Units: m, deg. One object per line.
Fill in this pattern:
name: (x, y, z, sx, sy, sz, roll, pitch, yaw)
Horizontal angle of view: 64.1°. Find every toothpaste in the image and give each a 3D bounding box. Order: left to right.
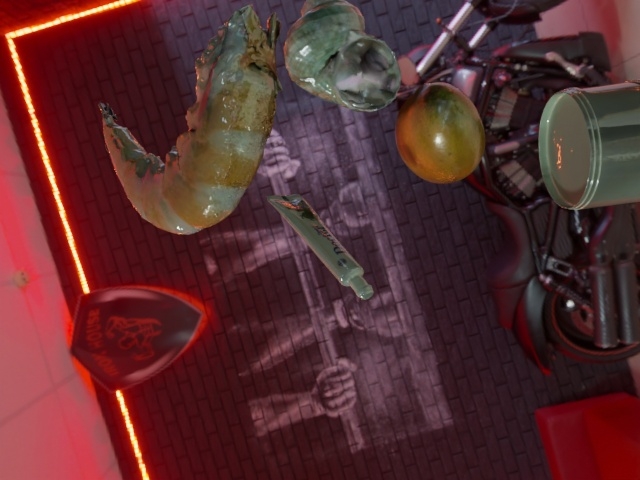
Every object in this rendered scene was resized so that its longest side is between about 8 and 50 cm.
toothpaste: (0.000, 0.000, 0.793, 0.255, 0.067, 0.037, 50, 135, 37)

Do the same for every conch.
conch: (0.033, -0.383, 1.034, 0.195, 0.220, 0.277, -15, -90, -65)

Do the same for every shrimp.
shrimp: (-0.140, -0.097, 0.524, 0.068, 0.287, 0.185, 3, -101, -46)

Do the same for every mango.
mango: (0.182, -0.159, 0.775, 0.152, 0.120, 0.221, 58, -176, -4)

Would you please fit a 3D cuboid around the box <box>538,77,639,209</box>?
box: (0.524, -0.176, 0.951, 0.226, 0.149, 0.226, -7, -90, -88)
